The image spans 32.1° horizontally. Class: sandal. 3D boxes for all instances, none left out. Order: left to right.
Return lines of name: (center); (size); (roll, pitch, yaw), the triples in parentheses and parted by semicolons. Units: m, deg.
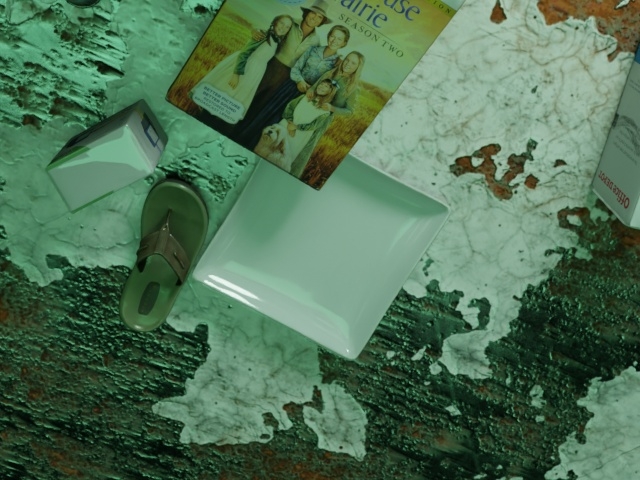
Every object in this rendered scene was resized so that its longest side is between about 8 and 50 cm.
sandal: (-0.277, 0.037, 1.961); (0.120, 0.086, 0.303); (15, 109, -8)

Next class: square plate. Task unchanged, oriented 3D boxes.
square plate: (0.000, 0.000, 1.979); (0.344, 0.049, 0.347); (29, 106, -11)

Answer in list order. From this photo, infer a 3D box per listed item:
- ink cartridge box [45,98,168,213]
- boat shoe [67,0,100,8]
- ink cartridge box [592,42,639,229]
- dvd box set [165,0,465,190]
ink cartridge box: (-0.347, -0.142, 1.829); (0.154, 0.212, 0.093); (-26, 105, 8)
boat shoe: (-0.458, -0.501, 1.753); (0.116, 0.099, 0.319); (-36, 107, 11)
ink cartridge box: (0.581, -0.185, 1.841); (0.129, 0.223, 0.307); (12, 109, -7)
dvd box set: (-0.015, -0.307, 1.747); (0.307, 0.062, 0.420); (31, 123, -14)
